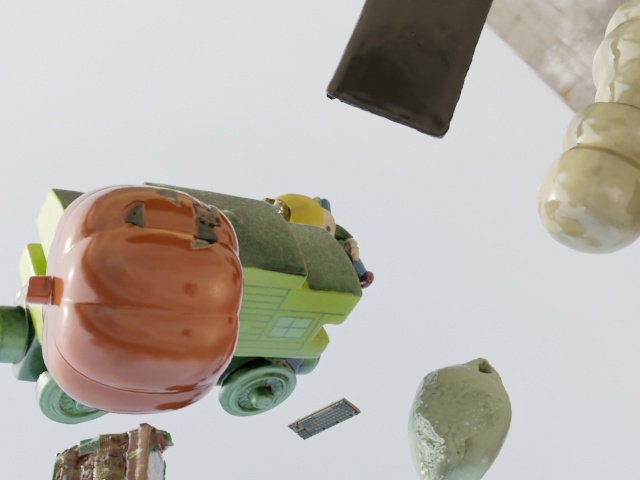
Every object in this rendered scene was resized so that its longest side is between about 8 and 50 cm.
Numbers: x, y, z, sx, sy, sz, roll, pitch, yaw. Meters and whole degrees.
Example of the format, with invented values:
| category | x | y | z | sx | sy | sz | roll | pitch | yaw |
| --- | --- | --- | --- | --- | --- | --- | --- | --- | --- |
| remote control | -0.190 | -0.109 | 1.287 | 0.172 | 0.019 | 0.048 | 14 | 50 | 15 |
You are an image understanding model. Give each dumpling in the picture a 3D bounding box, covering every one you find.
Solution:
| category | x | y | z | sx | sy | sz | roll | pitch | yaw |
| --- | --- | --- | --- | --- | --- | --- | --- | --- | --- |
| dumpling | 0.135 | 0.207 | 1.035 | 0.108 | 0.152 | 0.219 | 45 | -149 | 0 |

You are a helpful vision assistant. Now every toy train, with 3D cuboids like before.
| category | x | y | z | sx | sy | sz | roll | pitch | yaw |
| --- | --- | --- | --- | --- | --- | --- | --- | --- | --- |
| toy train | -0.157 | 0.073 | 1.104 | 0.442 | 0.272 | 0.179 | 8 | -142 | -37 |

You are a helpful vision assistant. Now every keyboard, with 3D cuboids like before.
| category | x | y | z | sx | sy | sz | roll | pitch | yaw |
| --- | --- | --- | --- | --- | --- | --- | --- | --- | --- |
| keyboard | 0.005 | 0.309 | 1.638 | 0.049 | 0.129 | 0.015 | 41 | -148 | -33 |

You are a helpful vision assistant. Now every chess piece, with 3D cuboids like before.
| category | x | y | z | sx | sy | sz | roll | pitch | yaw |
| --- | --- | --- | --- | --- | --- | --- | --- | --- | --- |
| chess piece | 0.347 | -0.115 | 1.051 | 0.167 | 0.167 | 0.299 | 35 | -110 | -9 |

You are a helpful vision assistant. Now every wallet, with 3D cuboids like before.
| category | x | y | z | sx | sy | sz | roll | pitch | yaw |
| --- | --- | --- | --- | --- | --- | --- | --- | --- | --- |
| wallet | 0.120 | -0.259 | 1.110 | 0.146 | 0.030 | 0.285 | 20 | -110 | 4 |

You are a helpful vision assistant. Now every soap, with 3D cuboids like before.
| category | x | y | z | sx | sy | sz | roll | pitch | yaw |
| --- | --- | --- | --- | --- | --- | --- | --- | --- | --- |
| soap | -0.325 | 0.404 | 1.400 | 0.218 | 0.098 | 0.273 | -11 | -149 | 0 |

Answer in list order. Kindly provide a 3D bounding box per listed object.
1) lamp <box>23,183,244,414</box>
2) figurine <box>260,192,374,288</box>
| category | x | y | z | sx | sy | sz | roll | pitch | yaw |
| --- | --- | --- | --- | --- | --- | --- | --- | --- | --- |
| lamp | -0.152 | 0.045 | 0.752 | 0.164 | 0.187 | 0.187 | 5 | -140 | -25 |
| figurine | -0.009 | 0.012 | 1.545 | 0.185 | 0.127 | 0.234 | 55 | 180 | 20 |
